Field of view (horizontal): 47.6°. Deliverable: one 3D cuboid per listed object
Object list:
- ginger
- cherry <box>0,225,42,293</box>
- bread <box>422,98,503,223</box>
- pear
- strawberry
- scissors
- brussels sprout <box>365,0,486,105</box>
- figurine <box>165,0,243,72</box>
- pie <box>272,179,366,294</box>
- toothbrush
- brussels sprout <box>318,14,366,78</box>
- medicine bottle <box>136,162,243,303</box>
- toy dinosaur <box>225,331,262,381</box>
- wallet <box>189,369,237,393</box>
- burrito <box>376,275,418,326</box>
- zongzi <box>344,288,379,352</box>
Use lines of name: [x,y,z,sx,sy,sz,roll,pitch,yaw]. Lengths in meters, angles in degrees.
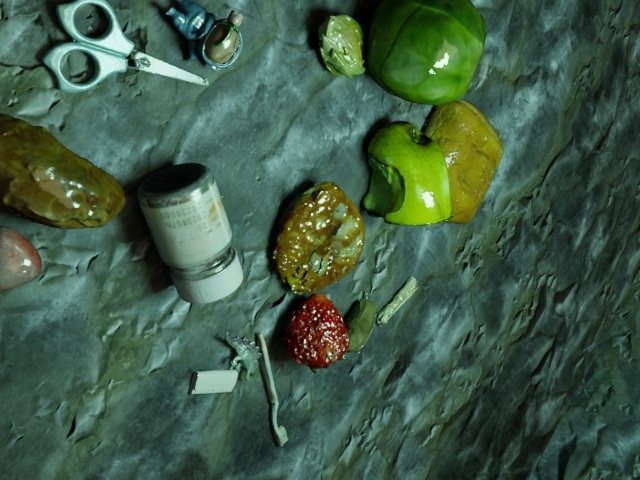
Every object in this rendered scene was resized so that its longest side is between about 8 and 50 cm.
ginger: [-0.490,-0.099,1.324,0.165,0.172,0.321,-31,140,18]
cherry: [-0.577,0.039,1.339,0.106,0.087,0.126,-48,134,-26]
bread: [0.418,-0.220,2.142,0.328,0.148,0.337,34,81,-44]
pear: [0.228,-0.178,1.915,0.164,0.238,0.255,-15,116,-33]
strawberry: [-0.008,0.236,1.889,0.187,0.184,0.201,2,93,-48]
scissors: [-0.367,-0.358,1.442,0.360,0.029,0.191,8,103,-47]
brussels sprout: [0.270,-0.501,1.813,0.355,0.289,0.281,-36,141,-44]
figurine: [-0.228,-0.424,1.475,0.178,0.144,0.114,37,74,-32]
pie: [0.001,0.000,1.871,0.308,0.085,0.308,-19,121,-35]
toothbrush: [-0.131,0.401,1.928,0.037,0.028,0.375,-33,125,-38]
brussels sprout: [0.051,-0.471,1.749,0.181,0.101,0.139,28,75,-44]
medicine bottle: [-0.273,-0.015,1.553,0.165,0.165,0.273,-35,126,-30]
toy dinosaur: [-0.197,0.279,1.812,0.082,0.039,0.209,-53,143,-21]
wallet: [-0.263,0.349,1.789,0.122,0.025,0.061,7,106,-45]
burrito: [0.232,0.184,2.187,0.185,0.041,0.045,-44,172,-24]
zongzi: [0.111,0.223,2.009,0.189,0.081,0.178,-63,173,-8]
